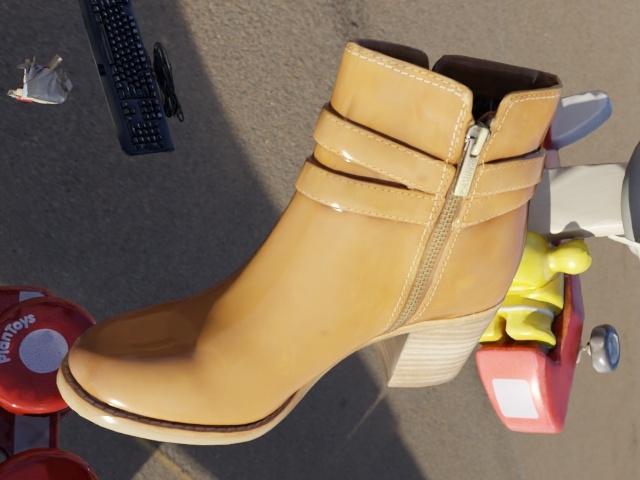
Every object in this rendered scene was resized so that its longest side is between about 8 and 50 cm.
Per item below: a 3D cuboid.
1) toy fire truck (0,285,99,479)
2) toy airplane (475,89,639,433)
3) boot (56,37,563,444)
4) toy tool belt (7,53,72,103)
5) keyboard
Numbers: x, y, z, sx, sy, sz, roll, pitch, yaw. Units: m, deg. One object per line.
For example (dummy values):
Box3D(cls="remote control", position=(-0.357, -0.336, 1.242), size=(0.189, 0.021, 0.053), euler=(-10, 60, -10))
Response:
Box3D(cls="toy fire truck", position=(-0.326, 0.177, 0.568), size=(0.254, 0.169, 0.302), euler=(3, 71, -24))
Box3D(cls="toy airplane", position=(0.226, -0.021, 0.776), size=(0.273, 0.384, 0.386), euler=(5, 126, -49))
Box3D(cls="boot", position=(0.000, 0.000, 0.376), size=(0.284, 0.109, 0.220), euler=(0, 125, -18))
Box3D(cls="toy tool belt", position=(-0.312, -0.181, 0.741), size=(0.052, 0.083, 0.051), euler=(6, 94, -48))
Box3D(cls="keyboard", position=(-0.198, -0.192, 0.734), size=(0.100, 0.038, 0.191), euler=(-20, 95, -55))
